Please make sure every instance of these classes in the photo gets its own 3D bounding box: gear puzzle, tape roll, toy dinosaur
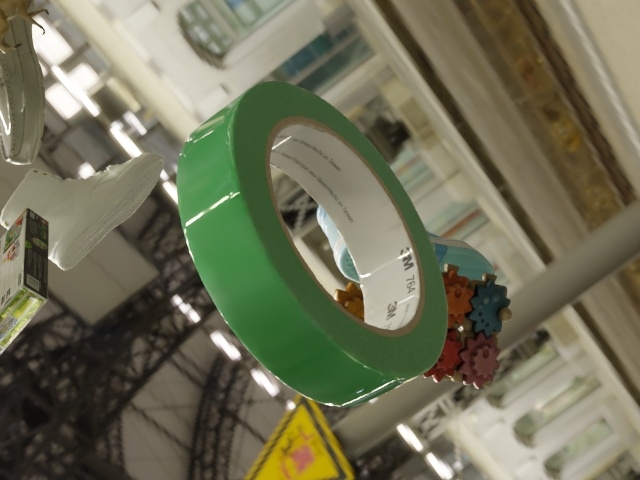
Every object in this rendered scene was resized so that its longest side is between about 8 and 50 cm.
[{"bbox_3d":[0.150,0.114,1.682,0.339,0.175,0.044,13,177,-34],"label":"gear puzzle"},{"bbox_3d":[0.000,0.000,1.133,0.321,0.077,0.321,37,-144,-34],"label":"tape roll"},{"bbox_3d":[-0.423,-0.293,1.522,0.053,0.183,0.093,3,122,63],"label":"toy dinosaur"}]

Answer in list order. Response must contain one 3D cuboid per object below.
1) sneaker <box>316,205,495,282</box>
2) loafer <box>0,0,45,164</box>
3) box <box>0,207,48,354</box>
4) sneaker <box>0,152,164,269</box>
[{"bbox_3d":[0.133,-0.007,1.900,0.319,0.127,0.208,20,-155,-35],"label":"sneaker"},{"bbox_3d":[-0.458,-0.262,1.636,0.112,0.111,0.319,12,109,56],"label":"loafer"},{"bbox_3d":[-0.374,0.052,1.394,0.036,0.114,0.207,36,-166,-26],"label":"box"},{"bbox_3d":[-0.402,-0.090,1.945,0.169,0.292,0.108,31,136,12],"label":"sneaker"}]
